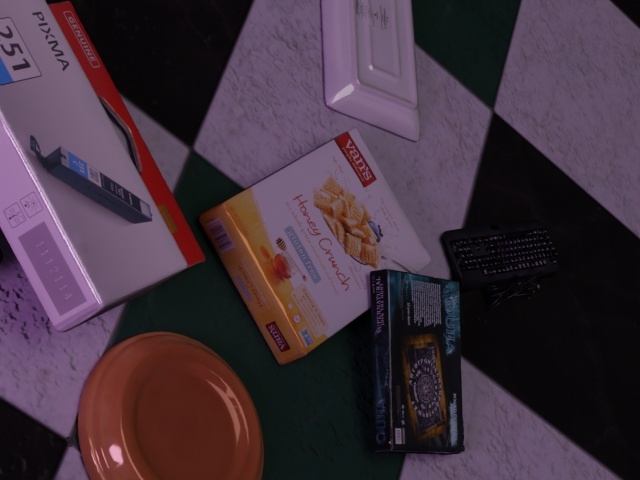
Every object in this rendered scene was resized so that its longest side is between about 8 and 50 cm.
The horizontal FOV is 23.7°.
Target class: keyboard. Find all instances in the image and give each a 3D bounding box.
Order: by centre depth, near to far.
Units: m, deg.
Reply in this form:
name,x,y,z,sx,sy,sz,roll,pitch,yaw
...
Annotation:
name,x,y,z,sx,sy,sz,roll,pitch,yaw
keyboard,0.226,0.023,1.785,0.192,0.038,0.100,-9,76,-44

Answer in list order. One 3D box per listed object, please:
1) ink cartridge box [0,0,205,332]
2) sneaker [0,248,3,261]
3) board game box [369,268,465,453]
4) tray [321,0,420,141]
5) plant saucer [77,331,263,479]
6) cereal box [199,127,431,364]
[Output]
name,x,y,z,sx,sy,sz,roll,pitch,yaw
ink cartridge box,-0.213,-0.091,1.367,0.296,0.066,0.261,62,29,0
sneaker,-0.323,-0.053,1.301,0.078,0.067,0.188,-1,67,-66
board game box,0.102,0.129,1.588,0.126,0.026,0.186,11,74,-48
tray,0.064,-0.257,1.778,0.145,0.030,0.270,17,59,-36
plant saucer,-0.126,0.175,1.380,0.200,0.037,0.200,20,58,-35
cereal box,0.000,0.000,1.576,0.240,0.047,0.173,-34,96,-46
